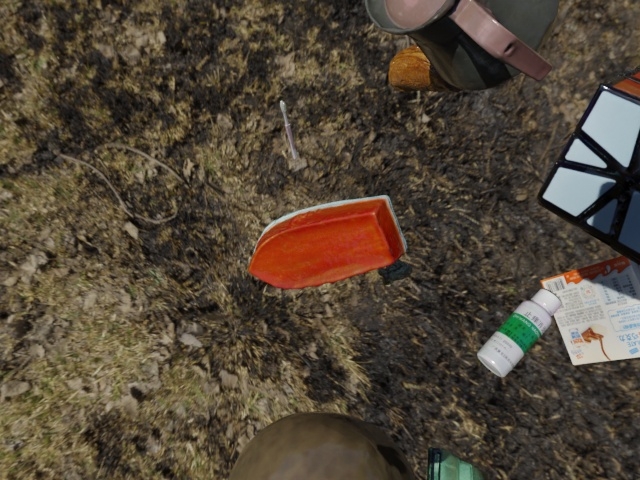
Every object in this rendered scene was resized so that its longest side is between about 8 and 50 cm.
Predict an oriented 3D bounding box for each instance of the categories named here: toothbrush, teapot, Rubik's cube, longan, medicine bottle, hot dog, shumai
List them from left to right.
[{"bbox_3d":[-0.087,-0.307,1.328,0.014,0.195,0.017,-34,54,-18],"label":"toothbrush"},{"bbox_3d":[-0.003,0.400,0.695,0.296,0.297,0.298,2,79,-10],"label":"longan"},{"bbox_3d":[0.210,0.097,1.338,0.082,0.083,0.081,42,72,-39],"label":"shumai"},{"bbox_3d":[0.336,-0.533,1.500,0.195,0.272,0.122,11,100,-32],"label":"hot dog"},{"bbox_3d":[0.297,-0.460,0.946,0.361,0.306,0.376,2,49,-41],"label":"teapot"},{"bbox_3d":[0.541,0.246,1.283,0.095,0.095,0.260,44,80,0],"label":"medicine bottle"},{"bbox_3d":[0.667,-0.155,0.950,0.283,0.289,0.293,-25,52,-35],"label":"Rubik's cube"}]

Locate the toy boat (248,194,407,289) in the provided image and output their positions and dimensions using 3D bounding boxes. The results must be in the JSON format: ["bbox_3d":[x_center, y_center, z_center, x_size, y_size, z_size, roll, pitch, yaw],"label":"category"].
[{"bbox_3d":[0.000,0.000,0.914,0.145,0.331,0.133,65,31,-18],"label":"toy boat"}]

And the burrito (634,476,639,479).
[{"bbox_3d":[0.782,0.681,1.137,0.331,0.135,0.190,-25,64,-18],"label":"burrito"}]

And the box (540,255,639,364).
[{"bbox_3d":[0.788,0.200,1.326,0.048,0.273,0.265,-8,76,-32],"label":"box"}]

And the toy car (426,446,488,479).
[{"bbox_3d":[0.398,0.685,1.334,0.320,0.097,0.142,41,46,-36],"label":"toy car"}]
